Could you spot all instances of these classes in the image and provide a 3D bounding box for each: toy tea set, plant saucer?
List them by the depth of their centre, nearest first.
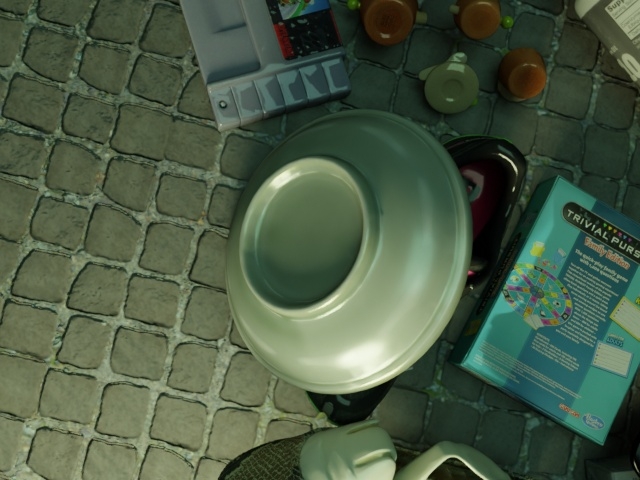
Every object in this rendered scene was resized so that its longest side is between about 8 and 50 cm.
[{"bbox_3d":[0.000,0.000,0.941,0.400,0.100,0.401,-11,71,33],"label":"plant saucer"},{"bbox_3d":[0.209,-0.330,1.117,0.200,0.124,0.336,-38,111,24],"label":"toy tea set"}]

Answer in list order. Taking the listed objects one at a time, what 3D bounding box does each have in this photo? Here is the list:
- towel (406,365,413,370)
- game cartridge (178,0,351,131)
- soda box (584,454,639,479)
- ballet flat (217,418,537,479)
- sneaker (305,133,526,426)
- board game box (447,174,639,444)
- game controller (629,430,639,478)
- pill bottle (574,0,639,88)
[{"bbox_3d":[0.059,0.119,1.092,0.144,0.029,0.197,-10,86,-7],"label":"towel"},{"bbox_3d":[-0.103,-0.371,1.106,0.230,0.068,0.355,-17,87,-4],"label":"game cartridge"},{"bbox_3d":[0.572,0.386,1.101,0.286,0.091,0.098,-3,85,-8],"label":"soda box"},{"bbox_3d":[0.109,0.327,0.953,0.482,0.164,0.182,17,127,-22],"label":"ballet flat"},{"bbox_3d":[0.124,0.039,0.990,0.185,0.202,0.483,32,84,-4],"label":"sneaker"},{"bbox_3d":[0.394,0.107,1.111,0.253,0.079,0.336,30,81,-3],"label":"board game box"},{"bbox_3d":[0.605,0.365,1.027,0.319,0.067,0.166,42,80,0],"label":"game controller"},{"bbox_3d":[0.540,-0.372,1.110,0.204,0.204,0.361,-38,87,-9],"label":"pill bottle"}]
